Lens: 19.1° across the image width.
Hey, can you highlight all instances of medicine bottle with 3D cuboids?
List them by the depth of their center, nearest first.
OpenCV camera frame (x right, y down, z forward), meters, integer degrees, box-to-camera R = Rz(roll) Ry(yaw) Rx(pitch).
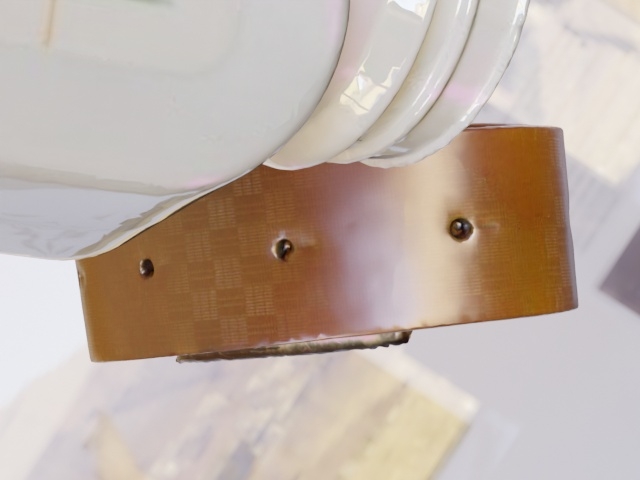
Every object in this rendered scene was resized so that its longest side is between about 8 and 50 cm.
[{"bbox_3d":[-0.100,-0.092,0.453,0.124,0.324,0.179,-29,61,49],"label":"medicine bottle"}]

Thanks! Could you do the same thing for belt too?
[{"bbox_3d":[0.000,0.000,0.907,0.261,0.105,0.184,-9,-1,42],"label":"belt"}]
